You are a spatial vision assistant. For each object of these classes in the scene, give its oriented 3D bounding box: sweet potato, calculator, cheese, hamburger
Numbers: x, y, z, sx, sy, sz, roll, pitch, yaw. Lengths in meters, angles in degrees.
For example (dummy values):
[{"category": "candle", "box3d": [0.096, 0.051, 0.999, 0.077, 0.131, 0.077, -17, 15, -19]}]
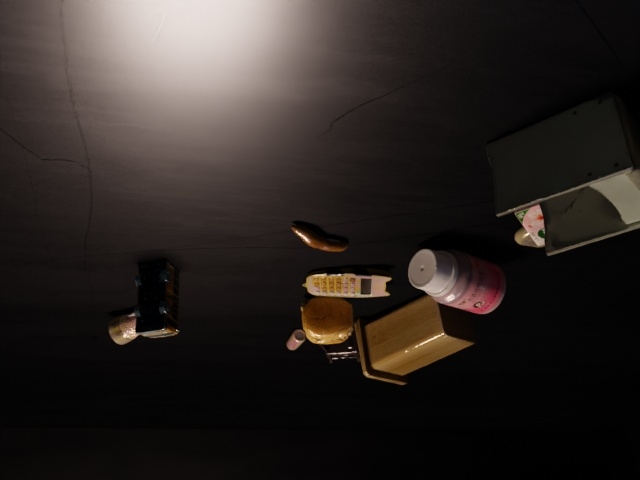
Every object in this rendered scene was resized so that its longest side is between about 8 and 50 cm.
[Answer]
[{"category": "sweet potato", "box3d": [-0.003, 0.001, 1.807, 0.179, 0.044, 0.044, 23, 143, -39]}, {"category": "calculator", "box3d": [0.070, 0.113, 2.042, 0.237, 0.033, 0.157, -1, 154, 1]}, {"category": "cheese", "box3d": [0.540, -0.041, 1.781, 0.097, 0.037, 0.192, 7, 150, -20]}, {"category": "hamburger", "box3d": [0.018, 0.216, 2.119, 0.147, 0.138, 0.083, 0, 147, -2]}]

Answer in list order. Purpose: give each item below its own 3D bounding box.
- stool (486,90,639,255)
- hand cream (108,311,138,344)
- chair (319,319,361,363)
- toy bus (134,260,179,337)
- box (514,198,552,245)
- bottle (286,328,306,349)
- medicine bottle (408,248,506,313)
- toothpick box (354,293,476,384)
[{"category": "stool", "box3d": [0.504, -0.118, 1.481, 0.270, 0.170, 0.244, -21, 147, 32]}, {"category": "hand cream", "box3d": [-0.504, 0.229, 2.163, 0.203, 0.084, 0.084, -22, 148, 23]}, {"category": "chair", "box3d": [0.053, 0.288, 2.297, 0.113, 0.106, 0.229, -7, 154, 9]}, {"category": "toy bus", "box3d": [-0.406, 0.155, 1.907, 0.091, 0.182, 0.103, -9, 154, 12]}, {"category": "box", "box3d": [0.502, -0.051, 1.709, 0.089, 0.043, 0.125, -22, 129, 32]}, {"category": "bottle", "box3d": [-0.077, 0.314, 2.402, 0.045, 0.045, 0.096, 5, 153, -15]}, {"category": "medicine bottle", "box3d": [0.342, 0.097, 1.916, 0.247, 0.147, 0.147, 17, 147, -35]}, {"category": "toothpick box", "box3d": [0.279, 0.277, 2.234, 0.187, 0.190, 0.308, 21, 139, -38]}]
